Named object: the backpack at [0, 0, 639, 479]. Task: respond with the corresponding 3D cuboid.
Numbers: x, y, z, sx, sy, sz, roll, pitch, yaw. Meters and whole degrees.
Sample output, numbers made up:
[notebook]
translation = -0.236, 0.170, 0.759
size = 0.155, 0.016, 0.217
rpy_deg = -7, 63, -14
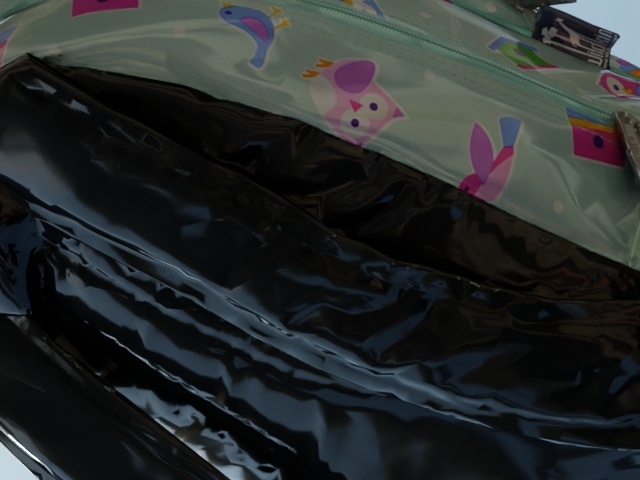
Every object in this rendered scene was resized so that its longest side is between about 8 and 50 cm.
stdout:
[backpack]
translation = 0.000, 0.000, 0.411
size = 0.152, 0.182, 0.115
rpy_deg = -55, -164, 37
